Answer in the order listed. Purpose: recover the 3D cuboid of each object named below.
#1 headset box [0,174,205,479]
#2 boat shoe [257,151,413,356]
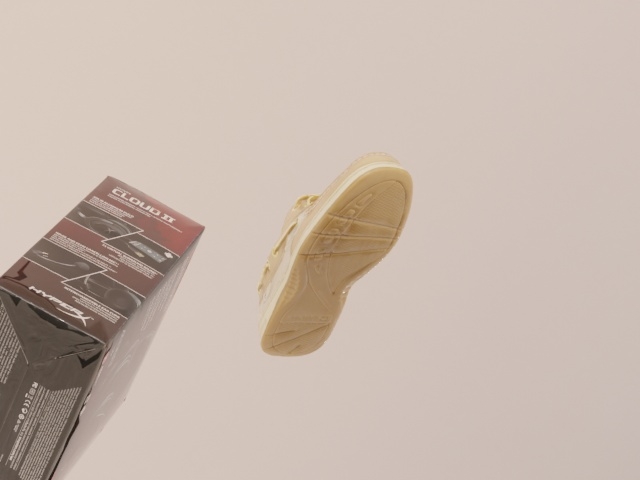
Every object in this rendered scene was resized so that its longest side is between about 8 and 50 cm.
[{"bbox_3d":[-0.063,0.026,0.416,0.062,0.032,0.083,-63,-4,25],"label":"headset box"},{"bbox_3d":[0.000,0.000,1.004,0.063,0.059,0.170,7,-45,-29],"label":"boat shoe"}]
